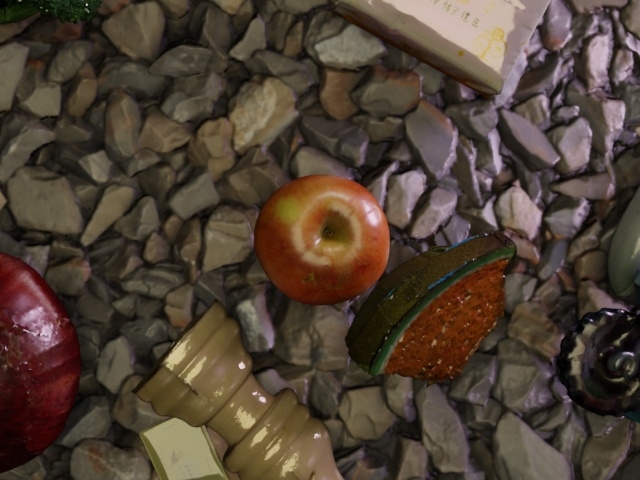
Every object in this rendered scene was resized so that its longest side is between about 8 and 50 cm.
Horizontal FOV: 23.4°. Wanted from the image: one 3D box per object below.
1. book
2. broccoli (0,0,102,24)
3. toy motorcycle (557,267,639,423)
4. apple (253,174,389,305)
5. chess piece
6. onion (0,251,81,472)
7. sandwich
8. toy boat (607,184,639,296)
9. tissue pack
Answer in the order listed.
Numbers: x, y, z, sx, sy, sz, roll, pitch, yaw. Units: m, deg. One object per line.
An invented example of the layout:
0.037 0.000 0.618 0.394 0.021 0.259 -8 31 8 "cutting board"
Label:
-0.166 0.270 1.899 0.077 0.014 0.111 -24 90 0 "book"
-0.392 -0.361 1.800 0.308 0.275 0.308 18 50 -23 "broccoli"
0.483 0.166 1.827 0.416 0.172 0.232 31 86 -12 "toy motorcycle"
0.000 0.000 1.846 0.163 0.139 0.163 2 80 -9 "apple"
-0.066 0.228 1.860 0.307 0.124 0.139 43 47 -4 "chess piece"
-0.413 0.147 1.782 0.276 0.276 0.276 0 90 -1 "onion"
0.139 0.076 1.856 0.235 0.079 0.159 -51 135 -2 "sandwich"
0.428 -0.044 1.879 0.085 0.078 0.260 32 87 -24 "toy boat"
0.155 -0.303 1.851 0.225 0.124 0.185 29 88 -1 "tissue pack"
